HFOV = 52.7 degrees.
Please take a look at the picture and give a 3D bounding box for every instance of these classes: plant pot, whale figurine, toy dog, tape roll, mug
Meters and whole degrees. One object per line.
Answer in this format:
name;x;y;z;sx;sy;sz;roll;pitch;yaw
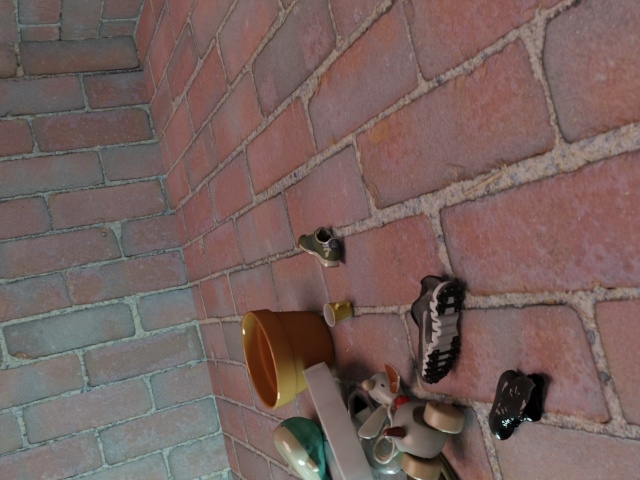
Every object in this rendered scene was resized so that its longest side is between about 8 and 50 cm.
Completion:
plant pot;-0.090;0.329;1.910;0.291;0.204;0.290;168;90;-67
whale figurine;-0.035;0.687;2.088;0.272;0.141;0.216;56;159;-11
toy dog;0.157;0.380;1.398;0.334;0.161;0.220;-15;59;63
tape roll;0.053;0.513;1.688;0.392;0.072;0.392;158;90;-85
mug;0.053;0.189;1.696;0.078;0.064;0.062;-14;88;66

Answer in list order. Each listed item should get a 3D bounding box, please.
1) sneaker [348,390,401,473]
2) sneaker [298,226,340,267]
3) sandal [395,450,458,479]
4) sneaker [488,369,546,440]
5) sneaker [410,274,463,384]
sneaker;0.123;0.471;1.602;0.232;0.090;0.115;50;168;44
sneaker;0.000;0.000;1.739;0.192;0.064;0.086;38;127;56
sandal;0.245;0.544;1.403;0.303;0.086;0.120;45;140;52
sneaker;0.341;0.293;1.115;0.089;0.051;0.170;-137;45;-60
sneaker;0.226;0.171;1.295;0.106;0.078;0.234;-138;46;-57
